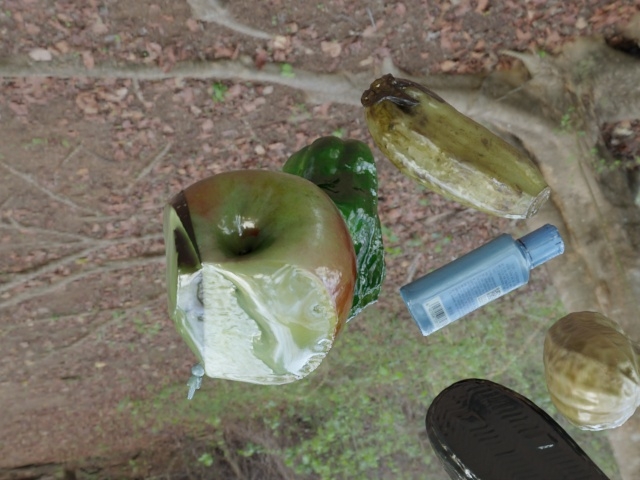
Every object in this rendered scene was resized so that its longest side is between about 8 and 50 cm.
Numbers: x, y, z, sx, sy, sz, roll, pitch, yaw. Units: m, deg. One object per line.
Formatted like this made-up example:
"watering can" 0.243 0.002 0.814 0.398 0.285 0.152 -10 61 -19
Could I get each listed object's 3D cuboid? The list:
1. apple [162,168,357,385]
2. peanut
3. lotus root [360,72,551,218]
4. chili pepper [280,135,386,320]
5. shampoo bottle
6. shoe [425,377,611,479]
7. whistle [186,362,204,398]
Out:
"apple" -0.062 0.033 0.649 0.207 0.174 0.188 22 146 22
"peanut" 0.423 0.188 1.028 0.153 0.140 0.325 -11 -177 25
"lotus root" 0.158 -0.106 0.813 0.110 0.258 0.097 -49 170 -27
"chili pepper" 0.003 -0.004 1.110 0.213 0.385 0.167 2 157 11
"shampoo bottle" 0.255 0.055 1.037 0.258 0.061 0.104 -28 129 4
"shoe" 0.327 0.387 1.011 0.171 0.384 0.237 -43 152 -13
"whistle" -0.317 0.353 1.680 0.035 0.100 0.035 17 180 0
